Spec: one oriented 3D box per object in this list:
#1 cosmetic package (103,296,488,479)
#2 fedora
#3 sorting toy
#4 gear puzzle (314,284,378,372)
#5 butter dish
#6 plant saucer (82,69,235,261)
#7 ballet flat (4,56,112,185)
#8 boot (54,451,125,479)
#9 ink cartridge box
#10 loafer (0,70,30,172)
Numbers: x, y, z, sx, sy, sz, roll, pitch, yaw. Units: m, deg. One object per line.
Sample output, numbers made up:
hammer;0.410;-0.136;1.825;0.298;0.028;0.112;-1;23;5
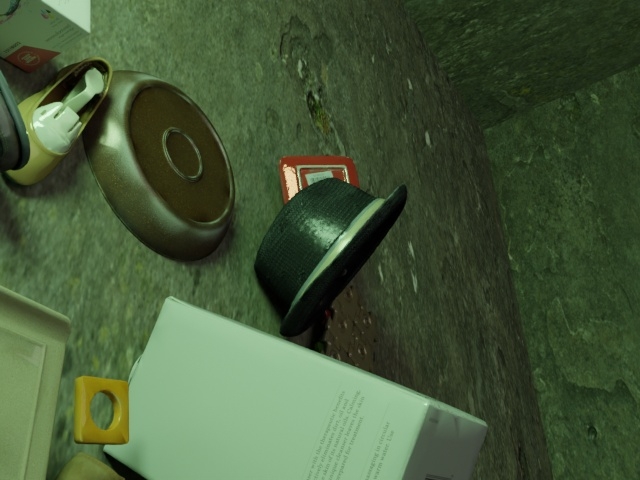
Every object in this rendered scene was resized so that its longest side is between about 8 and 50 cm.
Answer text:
cosmetic package;-0.040;0.209;0.751;0.155;0.366;0.196;31;78;-50
fedora;0.000;0.000;1.201;0.152;0.334;0.334;38;25;8
sorting toy;-0.300;0.129;0.581;0.348;0.047;0.195;40;41;-46
gear puzzle;0.036;0.226;1.312;0.175;0.044;0.338;54;32;-30
butter dish;-0.009;-0.076;1.378;0.160;0.118;0.159;-3;71;-20
plant saucer;-0.222;-0.122;1.063;0.310;0.050;0.310;44;34;-40
ballet flat;-0.320;-0.161;0.868;0.080;0.073;0.232;50;31;-33
boot;-0.275;0.287;0.611;0.236;0.089;0.269;66;23;-19
ink cartridge box;-0.378;-0.286;0.804;0.198;0.115;0.067;30;46;-51
loafer;-0.411;-0.193;0.710;0.095;0.109;0.302;-33;95;-45
